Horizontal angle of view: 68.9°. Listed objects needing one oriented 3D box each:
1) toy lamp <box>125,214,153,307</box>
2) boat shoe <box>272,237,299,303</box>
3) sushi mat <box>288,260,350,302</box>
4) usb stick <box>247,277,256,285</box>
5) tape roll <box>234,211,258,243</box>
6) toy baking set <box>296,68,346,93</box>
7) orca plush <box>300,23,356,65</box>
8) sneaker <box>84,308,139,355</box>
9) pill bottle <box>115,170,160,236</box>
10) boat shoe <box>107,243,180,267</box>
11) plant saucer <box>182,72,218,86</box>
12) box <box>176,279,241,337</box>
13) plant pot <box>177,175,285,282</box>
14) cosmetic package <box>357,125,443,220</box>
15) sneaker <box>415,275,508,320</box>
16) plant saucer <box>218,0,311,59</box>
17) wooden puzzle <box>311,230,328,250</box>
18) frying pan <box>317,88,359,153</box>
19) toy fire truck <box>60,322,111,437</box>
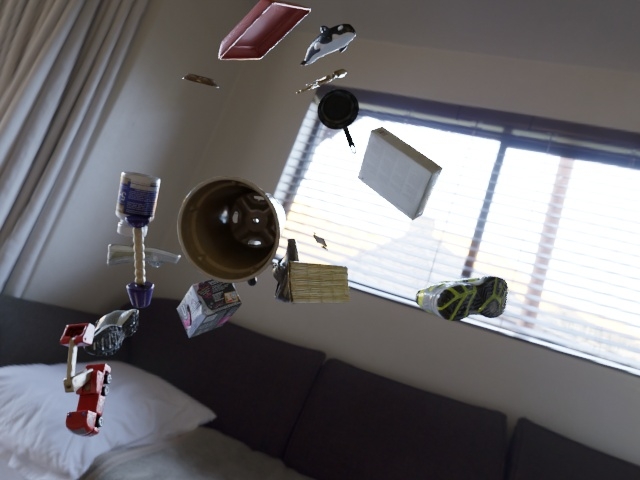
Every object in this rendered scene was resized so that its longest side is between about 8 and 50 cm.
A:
[{"bbox_3d":[-0.537,0.064,1.385,0.080,0.275,0.080,4,12,-1],"label":"toy lamp"},{"bbox_3d":[-0.171,0.158,2.277,0.130,0.355,0.132,1,24,-8],"label":"boat shoe"},{"bbox_3d":[0.000,0.159,1.744,0.019,0.151,0.316,-15,-16,42],"label":"sushi mat"},{"bbox_3d":[-0.371,0.142,2.343,0.045,0.077,0.278,-16,26,-14],"label":"usb stick"},{"bbox_3d":[-0.359,-0.070,1.875,0.219,0.219,0.072,21,18,-8],"label":"tape roll"},{"bbox_3d":[0.008,-0.631,1.837,0.196,0.256,0.030,-11,-70,29],"label":"toy baking set"},{"bbox_3d":[0.025,-0.841,1.957,0.151,0.102,0.287,-9,-5,-32],"label":"orca plush"},{"bbox_3d":[-0.716,0.308,1.571,0.108,0.100,0.271,5,11,4],"label":"sneaker"},{"bbox_3d":[-0.564,-0.110,1.432,0.112,0.187,0.112,12,8,-2],"label":"pill bottle"},{"bbox_3d":[-0.807,0.078,2.134,0.320,0.103,0.118,6,-2,-8],"label":"boat shoe"},{"bbox_3d":[-0.656,-0.882,2.560,0.198,0.036,0.198,13,17,-4],"label":"plant saucer"},{"bbox_3d":[-0.449,0.261,1.856,0.163,0.142,0.247,-16,-21,-38],"label":"box"},{"bbox_3d":[-0.260,-0.055,1.581,0.333,0.334,0.305,17,12,6],"label":"plant pot"},{"bbox_3d":[0.361,-0.316,2.193,0.377,0.097,0.284,42,-41,26],"label":"cosmetic package"},{"bbox_3d":[0.474,0.175,1.527,0.384,0.145,0.147,6,3,-36],"label":"sneaker"},{"bbox_3d":[-0.186,-0.681,1.497,0.258,0.259,0.048,-30,-86,32],"label":"plant saucer"},{"bbox_3d":[0.000,0.000,2.294,0.078,0.014,0.116,25,-28,36],"label":"wooden puzzle"},{"bbox_3d":[0.125,-0.580,2.211,0.326,0.197,0.053,37,24,-31],"label":"frying pan"},{"bbox_3d":[-0.469,0.276,0.922,0.047,0.192,0.135,-6,-34,2],"label":"toy fire truck"}]
